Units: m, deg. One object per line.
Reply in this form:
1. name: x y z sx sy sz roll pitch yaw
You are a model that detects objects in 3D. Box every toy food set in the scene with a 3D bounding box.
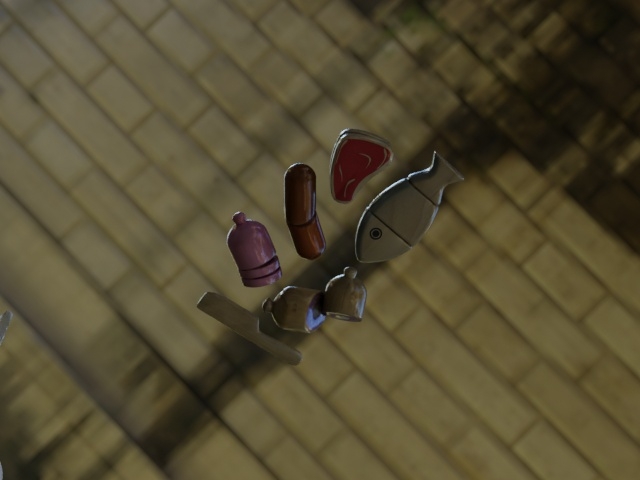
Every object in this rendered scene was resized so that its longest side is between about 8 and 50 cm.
1. toy food set: 0.000 0.000 0.843 0.078 0.122 0.019 32 17 -12

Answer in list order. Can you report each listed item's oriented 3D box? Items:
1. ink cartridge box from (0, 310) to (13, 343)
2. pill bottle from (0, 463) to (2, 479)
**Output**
1. ink cartridge box: -0.181 0.150 0.560 0.097 0.255 0.189 49 37 -29
2. pill bottle: -0.208 0.197 0.923 0.117 0.117 0.215 50 28 -40
